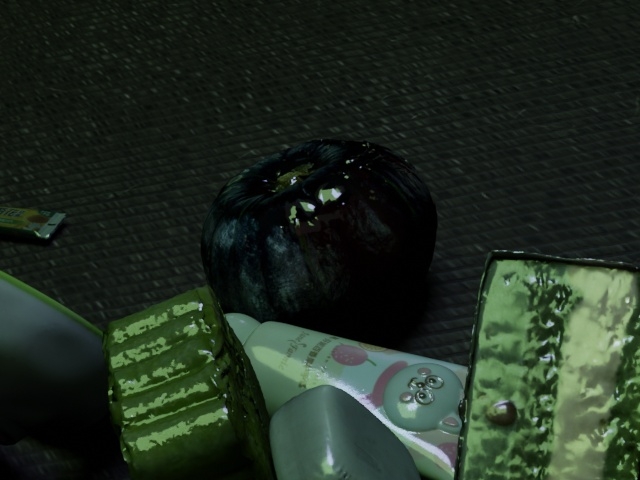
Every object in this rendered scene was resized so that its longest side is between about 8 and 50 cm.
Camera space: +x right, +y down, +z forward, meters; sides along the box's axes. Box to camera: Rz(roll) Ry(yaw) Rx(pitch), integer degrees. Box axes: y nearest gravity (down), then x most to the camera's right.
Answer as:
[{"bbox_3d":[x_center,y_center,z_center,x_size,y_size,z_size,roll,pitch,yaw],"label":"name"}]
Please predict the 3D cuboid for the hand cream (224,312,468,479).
[{"bbox_3d":[0.031,0.140,1.720,0.306,0.093,0.147,14,42,23],"label":"hand cream"}]

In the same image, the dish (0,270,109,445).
[{"bbox_3d":[-0.332,0.104,1.754,0.324,0.324,0.124,13,70,37],"label":"dish"}]

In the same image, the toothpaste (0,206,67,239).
[{"bbox_3d":[-0.376,-0.023,2.185,0.204,0.031,0.049,6,36,25],"label":"toothpaste"}]

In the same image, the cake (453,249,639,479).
[{"bbox_3d":[0.193,0.173,1.590,0.158,0.172,0.283,6,69,11],"label":"cake"}]

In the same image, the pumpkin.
[{"bbox_3d":[0.000,0.000,1.866,0.233,0.163,0.233,-18,21,7],"label":"pumpkin"}]

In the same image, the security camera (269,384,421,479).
[{"bbox_3d":[0.037,0.236,1.501,0.080,0.157,0.301,-38,33,13],"label":"security camera"}]

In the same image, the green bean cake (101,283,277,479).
[{"bbox_3d":[-0.097,0.167,1.589,0.113,0.214,0.200,-17,36,2],"label":"green bean cake"}]
